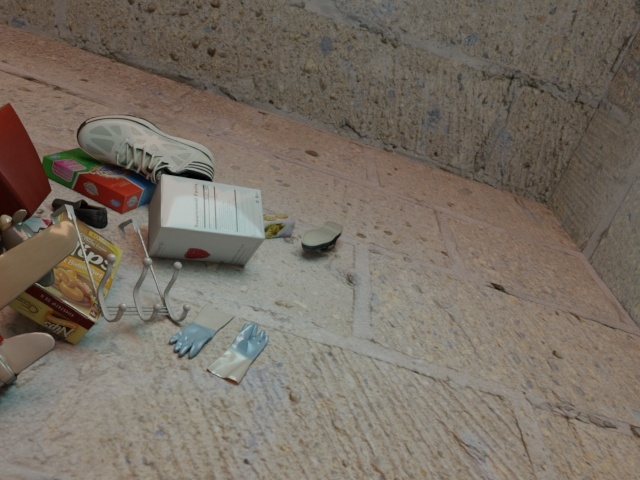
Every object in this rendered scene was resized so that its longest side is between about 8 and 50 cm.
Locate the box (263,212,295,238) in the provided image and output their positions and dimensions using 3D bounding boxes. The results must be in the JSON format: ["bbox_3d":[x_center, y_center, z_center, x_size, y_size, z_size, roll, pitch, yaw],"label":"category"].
[{"bbox_3d":[-0.225,-0.043,1.989,0.324,0.063,0.067,-5,33,-42],"label":"box"}]

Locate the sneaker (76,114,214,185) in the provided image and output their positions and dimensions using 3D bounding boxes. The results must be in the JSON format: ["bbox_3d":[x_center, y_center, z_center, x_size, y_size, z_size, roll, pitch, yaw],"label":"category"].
[{"bbox_3d":[-0.546,-0.264,1.923,0.448,0.169,0.257,13,24,-21],"label":"sneaker"}]

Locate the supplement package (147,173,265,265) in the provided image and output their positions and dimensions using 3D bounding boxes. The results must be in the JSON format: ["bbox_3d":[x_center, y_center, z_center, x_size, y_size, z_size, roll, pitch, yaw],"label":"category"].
[{"bbox_3d":[-0.330,-0.052,1.731,0.293,0.177,0.175,7,59,-25],"label":"supplement package"}]

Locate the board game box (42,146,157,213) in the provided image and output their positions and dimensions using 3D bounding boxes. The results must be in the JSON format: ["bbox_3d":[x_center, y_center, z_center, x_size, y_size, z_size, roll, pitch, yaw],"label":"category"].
[{"bbox_3d":[-0.698,-0.209,1.978,0.317,0.064,0.242,25,25,10],"label":"board game box"}]

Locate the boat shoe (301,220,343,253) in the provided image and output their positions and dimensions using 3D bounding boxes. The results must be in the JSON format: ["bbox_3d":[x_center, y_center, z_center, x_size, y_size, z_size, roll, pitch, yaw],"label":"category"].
[{"bbox_3d":[0.000,0.000,2.049,0.095,0.079,0.254,23,22,13],"label":"boat shoe"}]

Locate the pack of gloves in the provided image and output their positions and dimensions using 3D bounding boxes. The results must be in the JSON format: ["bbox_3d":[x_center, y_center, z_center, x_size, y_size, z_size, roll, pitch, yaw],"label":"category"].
[{"bbox_3d":[-0.234,0.227,1.451,0.195,0.046,0.232,24,25,7],"label":"pack of gloves"}]

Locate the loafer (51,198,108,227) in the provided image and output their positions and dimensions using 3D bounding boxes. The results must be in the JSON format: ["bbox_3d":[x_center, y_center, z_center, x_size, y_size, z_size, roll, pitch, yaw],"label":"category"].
[{"bbox_3d":[-0.693,-0.094,1.751,0.170,0.061,0.062,19,26,-1],"label":"loafer"}]

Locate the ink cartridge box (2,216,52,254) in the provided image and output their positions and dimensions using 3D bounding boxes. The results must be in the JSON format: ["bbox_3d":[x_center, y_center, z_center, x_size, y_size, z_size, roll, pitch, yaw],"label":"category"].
[{"bbox_3d":[-0.723,0.004,1.525,0.109,0.063,0.150,12,26,-17],"label":"ink cartridge box"}]

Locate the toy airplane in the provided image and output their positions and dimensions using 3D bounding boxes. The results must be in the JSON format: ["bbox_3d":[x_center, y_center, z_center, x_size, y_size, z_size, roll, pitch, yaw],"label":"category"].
[{"bbox_3d":[-0.668,0.110,1.089,0.386,0.384,0.272,13,-5,-36],"label":"toy airplane"}]

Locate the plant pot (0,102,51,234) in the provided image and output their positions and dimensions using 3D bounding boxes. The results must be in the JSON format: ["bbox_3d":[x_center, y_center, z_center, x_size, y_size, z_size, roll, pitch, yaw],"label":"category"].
[{"bbox_3d":[-0.829,-0.141,1.479,0.235,0.267,0.267,58,10,-27],"label":"plant pot"}]

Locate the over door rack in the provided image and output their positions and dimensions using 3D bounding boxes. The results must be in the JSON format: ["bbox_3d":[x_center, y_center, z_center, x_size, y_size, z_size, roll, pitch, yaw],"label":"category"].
[{"bbox_3d":[-0.454,0.044,1.420,0.324,0.108,0.239,54,16,22],"label":"over door rack"}]

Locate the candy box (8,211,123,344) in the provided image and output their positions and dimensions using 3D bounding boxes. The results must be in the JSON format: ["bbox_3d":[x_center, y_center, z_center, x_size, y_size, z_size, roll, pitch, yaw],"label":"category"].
[{"bbox_3d":[-0.577,0.074,1.385,0.183,0.087,0.316,40,18,-23],"label":"candy box"}]
